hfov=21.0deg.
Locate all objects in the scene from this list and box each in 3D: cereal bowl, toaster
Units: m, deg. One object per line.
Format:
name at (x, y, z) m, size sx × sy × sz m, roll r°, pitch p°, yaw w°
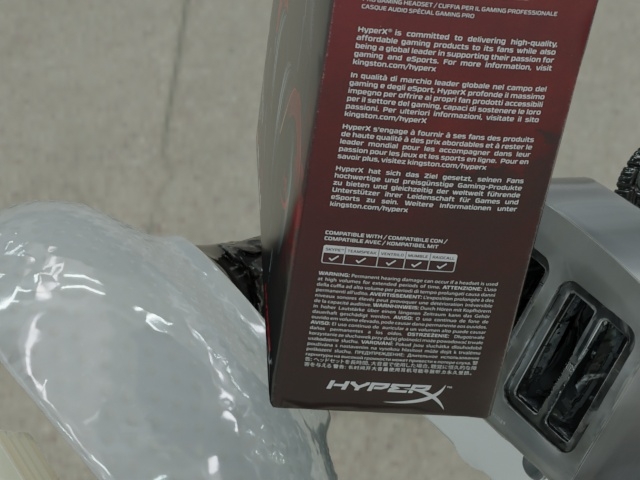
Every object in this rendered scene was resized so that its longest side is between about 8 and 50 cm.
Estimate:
cereal bowl at (-0.095, 0.101, 1.105) m, size 0.141 × 0.339 × 0.339 m, roll -39°, pitch 54°, yaw -9°
toaster at (0.169, 0.056, 1.114) m, size 0.110 × 0.186 × 0.168 m, roll 0°, pitch 34°, yaw -47°

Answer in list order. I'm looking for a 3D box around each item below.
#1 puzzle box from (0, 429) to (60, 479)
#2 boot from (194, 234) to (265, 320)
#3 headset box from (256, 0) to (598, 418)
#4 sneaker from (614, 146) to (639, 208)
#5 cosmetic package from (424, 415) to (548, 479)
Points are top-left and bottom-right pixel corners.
puzzle box at (-0.315, 0.399, 1.469) m, size 0.052 × 0.409 × 0.272 m, roll 15°, pitch 29°, yaw -53°
boot at (0.000, 0.000, 1.357) m, size 0.229 × 0.263 × 0.091 m, roll -25°, pitch 91°, yaw 2°
headset box at (0.040, -0.098, 0.784) m, size 0.110 × 0.293 × 0.218 m, roll 3°, pitch 40°, yaw -7°
sneaker at (0.347, -0.066, 1.496) m, size 0.109 × 0.130 × 0.286 m, roll 21°, pitch 64°, yaw 32°
cosmetic package at (0.279, 0.165, 1.869) m, size 0.197 × 0.155 × 0.365 m, roll 42°, pitch 20°, yaw 24°
